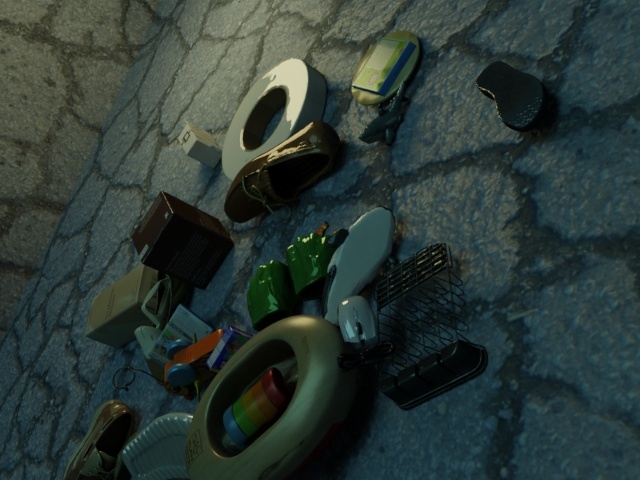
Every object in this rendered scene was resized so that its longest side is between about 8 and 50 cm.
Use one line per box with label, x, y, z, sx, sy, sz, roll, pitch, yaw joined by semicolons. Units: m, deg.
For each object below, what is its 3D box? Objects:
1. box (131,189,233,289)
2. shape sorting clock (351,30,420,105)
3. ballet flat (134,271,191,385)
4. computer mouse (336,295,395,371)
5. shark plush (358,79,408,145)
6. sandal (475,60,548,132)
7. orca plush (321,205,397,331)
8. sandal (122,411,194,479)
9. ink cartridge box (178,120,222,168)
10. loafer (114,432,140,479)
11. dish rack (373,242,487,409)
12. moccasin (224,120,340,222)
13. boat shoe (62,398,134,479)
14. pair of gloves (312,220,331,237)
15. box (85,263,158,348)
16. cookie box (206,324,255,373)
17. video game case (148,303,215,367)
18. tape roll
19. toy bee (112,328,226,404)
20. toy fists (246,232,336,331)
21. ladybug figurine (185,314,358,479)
box;-0.381;-0.001;2.235;0.168;0.203;0.167;-55;32;10
shape sorting clock;0.156;-0.412;1.937;0.206;0.040;0.206;-33;40;33
ballet flat;-0.440;0.223;2.224;0.116;0.124;0.342;-23;49;44
computer mouse;0.067;0.155;1.473;0.106;0.042;0.193;-14;36;-2
shark plush;0.152;-0.283;1.821;0.161;0.067;0.073;-52;33;16
sandal;0.372;-0.274;1.534;0.097;0.054;0.254;-41;27;18
orca plush;0.081;0.072;1.676;0.151;0.102;0.287;10;82;10
sandal;-0.338;0.476;1.906;0.416;0.169;0.102;-26;7;44
ink cartridge box;-0.383;-0.304;2.555;0.060;0.104;0.180;-55;32;13
loafer;-0.506;0.565;2.125;0.050;0.056;0.148;30;92;52
dish rack;0.184;0.144;1.462;0.208;0.074;0.272;-35;40;34
moccasin;-0.103;-0.145;2.032;0.380;0.139;0.147;-27;37;29
boat shoe;-0.597;0.590;2.180;0.116;0.123;0.324;1;69;53
pair of gloves;0.000;0.000;1.879;0.074;0.010;0.083;-51;35;17
box;-0.568;0.199;2.424;0.311;0.121;0.148;-31;44;39
cookie box;-0.198;0.265;1.885;0.107;0.091;0.040;-59;29;7
video game case;-0.364;0.266;2.118;0.119;0.015;0.166;35;97;15
tape roll;-0.135;-0.322;2.251;0.392;0.072;0.392;-33;43;37
toy bee;-0.331;0.319;2.008;0.298;0.162;0.195;-6;50;25
toy fists;-0.061;0.089;1.824;0.279;0.096;0.142;-37;50;31
ladybug figurine;-0.090;0.340;1.590;0.449;0.162;0.305;-42;41;20
